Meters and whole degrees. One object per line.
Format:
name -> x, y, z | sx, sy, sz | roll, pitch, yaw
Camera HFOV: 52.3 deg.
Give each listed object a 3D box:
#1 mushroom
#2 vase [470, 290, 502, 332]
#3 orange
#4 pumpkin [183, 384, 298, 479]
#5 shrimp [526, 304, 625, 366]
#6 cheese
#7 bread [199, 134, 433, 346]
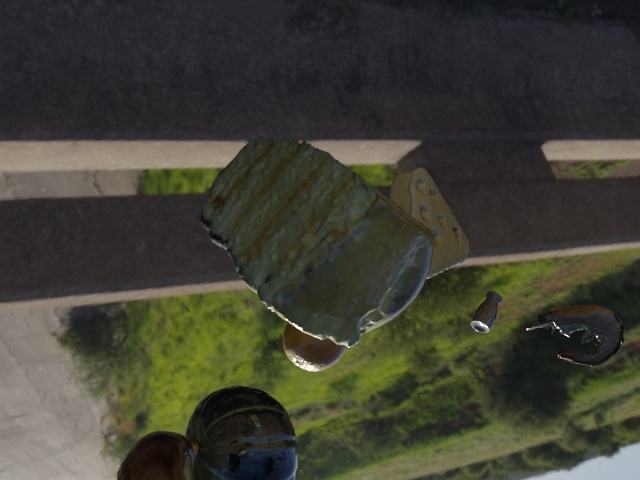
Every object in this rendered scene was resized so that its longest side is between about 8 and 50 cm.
mushroom -> -0.281, 0.463, 1.153 | 0.153, 0.253, 0.253 | -8, 157, -12
vase -> 0.421, 0.179, 1.645 | 0.100, 0.053, 0.053 | -56, 177, -29
orange -> -0.012, 0.317, 2.167 | 0.236, 0.236, 0.236 | -15, 159, -6
pumpkin -> -0.203, 0.514, 1.576 | 0.241, 0.323, 0.323 | 8, 148, -37
shrimp -> 0.698, 0.260, 1.776 | 0.253, 0.173, 0.058 | -9, 173, 7
cheese -> 0.327, -0.059, 2.113 | 0.104, 0.383, 0.384 | -14, 165, 39
bread -> -0.001, -0.001, 1.089 | 0.264, 0.395, 0.239 | 35, 92, -38
